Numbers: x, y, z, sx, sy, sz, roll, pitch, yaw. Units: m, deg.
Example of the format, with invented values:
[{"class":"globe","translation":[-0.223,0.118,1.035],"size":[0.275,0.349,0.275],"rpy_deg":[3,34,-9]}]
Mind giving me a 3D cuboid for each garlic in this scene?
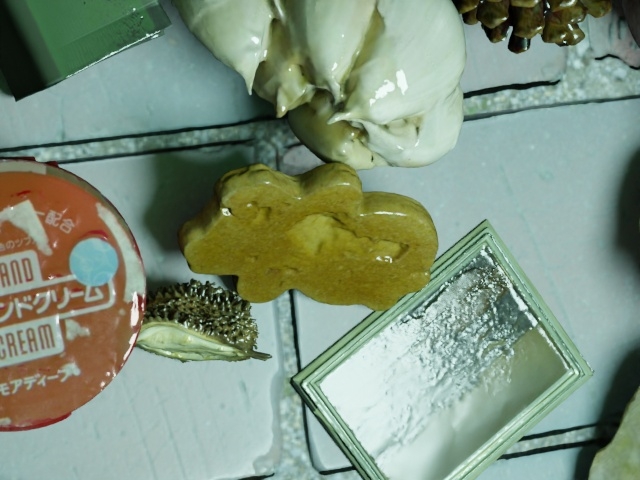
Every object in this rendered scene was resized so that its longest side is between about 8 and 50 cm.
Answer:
[{"class":"garlic","translation":[0.020,-0.170,1.530],"size":[0.185,0.203,0.281],"rpy_deg":[-32,115,24]}]

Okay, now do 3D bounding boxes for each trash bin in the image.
[{"class":"trash bin","translation":[-0.242,-0.251,1.471],"size":[0.122,0.164,0.240],"rpy_deg":[-29,100,-17]}]

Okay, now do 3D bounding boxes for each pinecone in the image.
[{"class":"pinecone","translation":[0.184,-0.266,1.619],"size":[0.186,0.168,0.212],"rpy_deg":[-32,103,-7]}]

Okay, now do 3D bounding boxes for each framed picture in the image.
[{"class":"framed picture","translation":[0.123,0.131,1.693],"size":[0.252,0.014,0.197],"rpy_deg":[-39,104,-14]}]

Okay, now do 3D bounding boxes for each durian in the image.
[{"class":"durian","translation":[-0.104,0.069,1.556],"size":[0.140,0.110,0.071],"rpy_deg":[9,78,13]}]

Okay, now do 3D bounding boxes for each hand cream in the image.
[{"class":"hand cream","translation":[-0.265,0.040,1.482],"size":[0.230,0.149,0.230],"rpy_deg":[-1,95,-19]}]

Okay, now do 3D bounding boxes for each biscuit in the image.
[{"class":"biscuit","translation":[0.000,-0.002,1.578],"size":[0.249,0.184,0.035],"rpy_deg":[12,47,-28]}]

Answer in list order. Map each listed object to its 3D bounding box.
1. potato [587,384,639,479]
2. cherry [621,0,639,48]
[{"class":"potato","translation":[0.361,0.264,1.745],"size":[0.264,0.211,0.189],"rpy_deg":[-49,152,21]},{"class":"cherry","translation":[0.390,-0.247,1.663],"size":[0.285,0.213,0.236],"rpy_deg":[30,67,-15]}]
